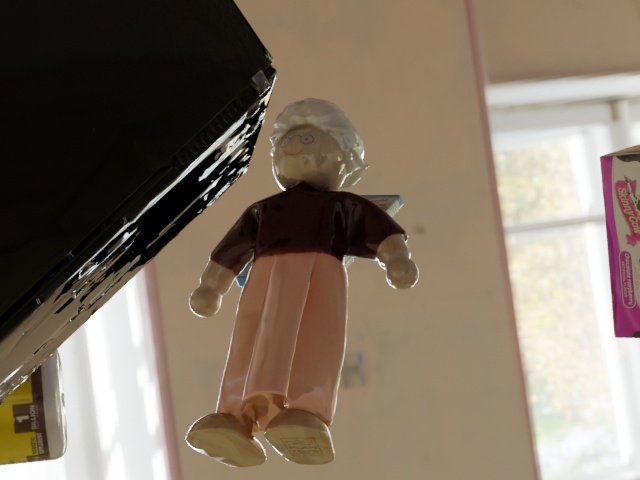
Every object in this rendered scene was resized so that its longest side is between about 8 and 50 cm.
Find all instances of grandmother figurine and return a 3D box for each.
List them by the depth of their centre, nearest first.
[{"bbox_3d":[-0.016,0.022,1.231,0.208,0.342,0.104,0,147,11],"label":"grandmother figurine"}]

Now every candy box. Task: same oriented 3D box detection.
[{"bbox_3d":[0.325,-0.012,1.262,0.071,0.159,0.233,-2,-172,31],"label":"candy box"}]

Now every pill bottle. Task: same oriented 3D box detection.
[{"bbox_3d":[-0.357,0.165,1.374,0.215,0.117,0.117,-5,177,-8],"label":"pill bottle"}]

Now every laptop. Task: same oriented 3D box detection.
[{"bbox_3d":[-0.148,-0.037,0.665,0.234,0.136,0.264,-44,177,-13],"label":"laptop"}]

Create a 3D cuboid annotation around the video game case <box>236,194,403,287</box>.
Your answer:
[{"bbox_3d":[0.000,0.000,1.530,0.119,0.015,0.166,0,-146,38],"label":"video game case"}]
